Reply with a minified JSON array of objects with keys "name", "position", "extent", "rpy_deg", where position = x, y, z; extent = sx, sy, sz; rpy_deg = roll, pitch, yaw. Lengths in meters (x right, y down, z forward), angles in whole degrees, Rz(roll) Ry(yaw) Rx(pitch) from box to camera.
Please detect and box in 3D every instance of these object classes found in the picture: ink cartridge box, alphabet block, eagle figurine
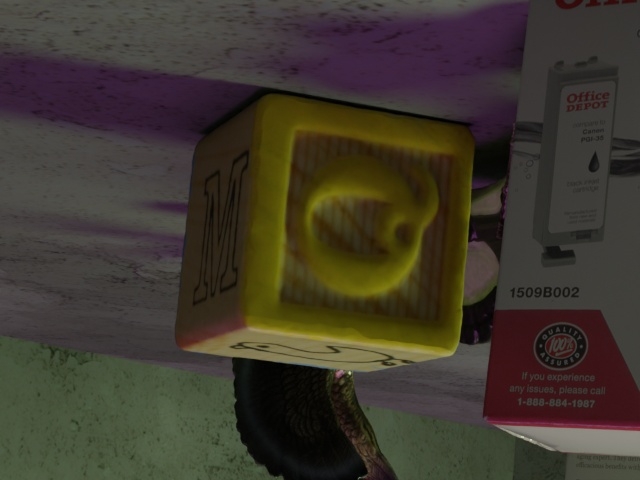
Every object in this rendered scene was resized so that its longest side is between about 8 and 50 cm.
[{"name":"ink cartridge box","position":[0.217,-0.022,1.058],"extent":[0.207,0.283,0.117],"rpy_deg":[-1,164,31]},{"name":"alphabet block","position":[0.000,0.000,1.544],"extent":[0.192,0.193,0.197],"rpy_deg":[7,170,-18]},{"name":"eagle figurine","position":[0.004,0.155,2.102],"extent":[0.226,0.298,0.225],"rpy_deg":[8,170,-16]}]

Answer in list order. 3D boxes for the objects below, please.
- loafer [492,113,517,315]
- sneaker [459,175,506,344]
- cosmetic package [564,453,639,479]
[{"name":"loafer","position":[0.190,0.012,1.308],"extent":[0.133,0.130,0.366],"rpy_deg":[13,139,17]},{"name":"sneaker","position":[0.240,-0.031,1.548],"extent":[0.182,0.158,0.410],"rpy_deg":[-25,-176,-29]},{"name":"cosmetic package","position":[0.351,0.165,1.748],"extent":[0.156,0.385,0.217],"rpy_deg":[-5,163,40]}]
